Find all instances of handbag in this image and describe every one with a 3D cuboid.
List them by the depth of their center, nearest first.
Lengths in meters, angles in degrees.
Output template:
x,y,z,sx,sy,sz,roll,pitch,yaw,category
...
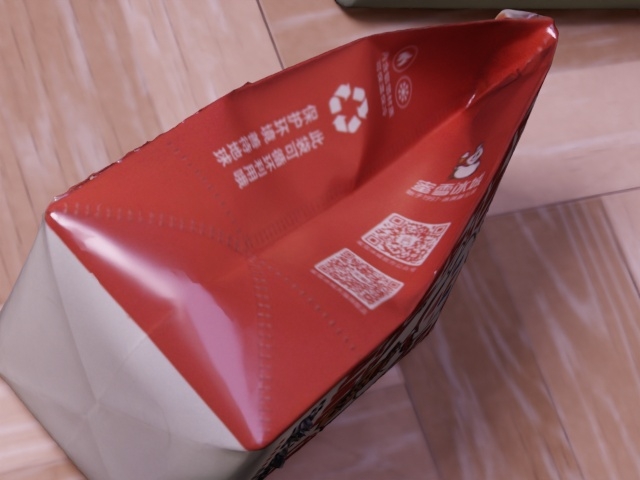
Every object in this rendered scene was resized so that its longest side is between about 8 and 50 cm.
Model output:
x,y,z,sx,sy,sz,roll,pitch,yaw,category
0.000,0.000,0.943,0.298,0.171,0.151,-36,81,-32,handbag

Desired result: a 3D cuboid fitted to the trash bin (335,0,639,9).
x,y,z,sx,sy,sz,roll,pitch,yaw,category
0.181,-0.236,1.115,0.343,0.223,0.158,-8,68,-25,trash bin
